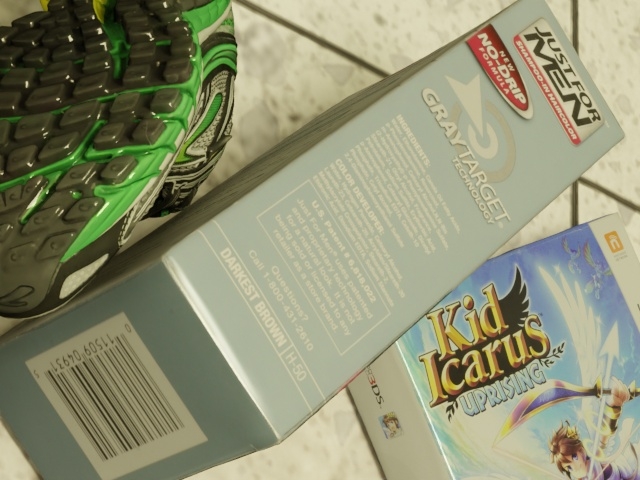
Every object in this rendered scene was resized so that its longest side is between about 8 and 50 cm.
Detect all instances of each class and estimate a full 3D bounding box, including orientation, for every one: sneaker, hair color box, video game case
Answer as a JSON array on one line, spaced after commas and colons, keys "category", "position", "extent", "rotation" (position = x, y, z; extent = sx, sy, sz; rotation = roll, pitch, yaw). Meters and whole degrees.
[{"category": "sneaker", "position": [-0.102, -0.057, 0.986], "extent": [0.343, 0.134, 0.146], "rotation": [-67, 151, -57]}, {"category": "hair color box", "position": [0.000, 0.000, 1.066], "extent": [0.374, 0.185, 0.114], "rotation": [-39, 99, -45]}, {"category": "video game case", "position": [0.152, 0.127, 1.236], "extent": [0.269, 0.061, 0.244], "rotation": [-19, 83, -45]}]

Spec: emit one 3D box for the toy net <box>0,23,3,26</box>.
[{"category": "toy net", "position": [-0.214, -0.070, 0.961], "extent": [0.232, 0.045, 0.122], "rotation": [-4, 114, -66]}]
